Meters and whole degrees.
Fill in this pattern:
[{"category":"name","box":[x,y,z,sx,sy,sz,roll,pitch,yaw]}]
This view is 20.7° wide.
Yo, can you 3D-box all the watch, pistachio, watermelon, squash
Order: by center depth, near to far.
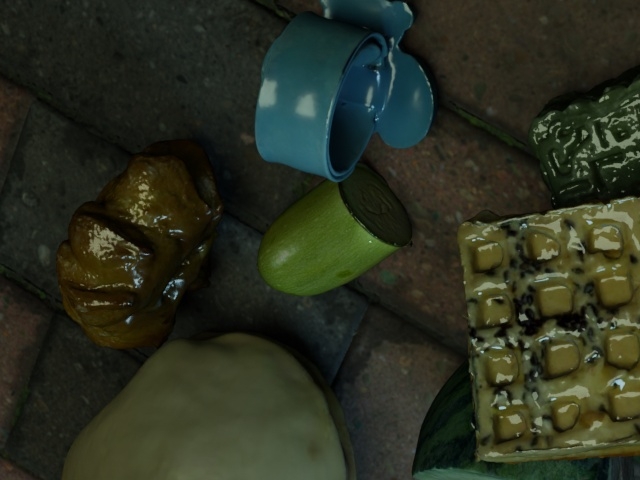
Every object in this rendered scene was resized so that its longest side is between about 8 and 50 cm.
[{"category":"watermelon","box":[0.240,0.245,1.889,0.283,0.250,0.293,-24,92,35]},{"category":"watch","box":[0.009,-0.169,1.892,0.211,0.193,0.211,9,112,22]},{"category":"squash","box":[0.000,0.000,1.997,0.186,0.123,0.123,-33,91,30]},{"category":"pistachio","box":[-0.138,0.317,2.094,0.365,0.281,0.445,20,98,19]}]

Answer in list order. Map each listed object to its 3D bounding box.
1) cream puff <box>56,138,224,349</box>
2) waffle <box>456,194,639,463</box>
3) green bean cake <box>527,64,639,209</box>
[{"category":"cream puff","box":[-0.216,0.013,2.059,0.155,0.241,0.269,33,147,20]},{"category":"waffle","box":[0.324,0.074,1.684,0.376,0.114,0.261,-7,81,18]},{"category":"green bean cake","box":[0.349,-0.080,1.802,0.227,0.125,0.223,-19,98,25]}]
